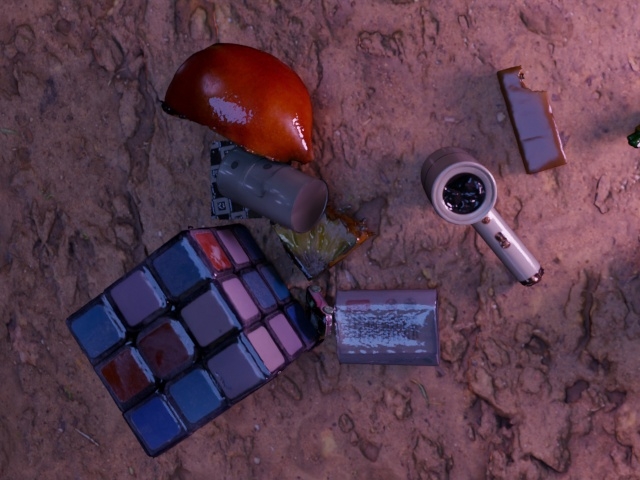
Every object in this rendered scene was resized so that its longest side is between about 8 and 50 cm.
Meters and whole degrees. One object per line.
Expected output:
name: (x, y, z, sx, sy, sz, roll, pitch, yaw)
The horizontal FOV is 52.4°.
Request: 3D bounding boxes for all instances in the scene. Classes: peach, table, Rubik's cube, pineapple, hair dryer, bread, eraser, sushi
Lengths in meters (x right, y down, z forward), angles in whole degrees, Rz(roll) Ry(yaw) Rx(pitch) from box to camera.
peach: (-0.145, -0.305, 1.398, 0.361, 0.257, 0.201, 27, 102, 18)
table: (-0.106, -0.112, 1.406, 0.220, 0.126, 0.126, 27, 102, 29)
Rubik's cube: (-0.264, 0.194, 1.432, 0.363, 0.362, 0.359, -33, 89, 17)
pineapple: (0.000, 0.000, 1.479, 0.236, 0.114, 0.186, 6, 97, 24)
hair dryer: (0.353, -0.030, 1.347, 0.128, 0.203, 0.362, -40, 101, 12)
bread: (0.439, -0.254, 1.356, 0.088, 0.049, 0.226, -15, 90, 16)
eraser: (0.150, 0.196, 1.460, 0.226, 0.081, 0.174, -2, 98, 14)
sushi: (-0.173, -0.141, 1.535, 0.210, 0.040, 0.193, 1, 95, 15)

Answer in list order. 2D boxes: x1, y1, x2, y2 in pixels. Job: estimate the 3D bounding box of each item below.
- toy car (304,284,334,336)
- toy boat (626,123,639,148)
toy car: (-0.009, 0.159, 1.474, 0.055, 0.142, 0.069, -7, 122, -20)
toy boat: (0.716, -0.239, 1.262, 0.229, 0.089, 0.088, -9, 72, 23)
